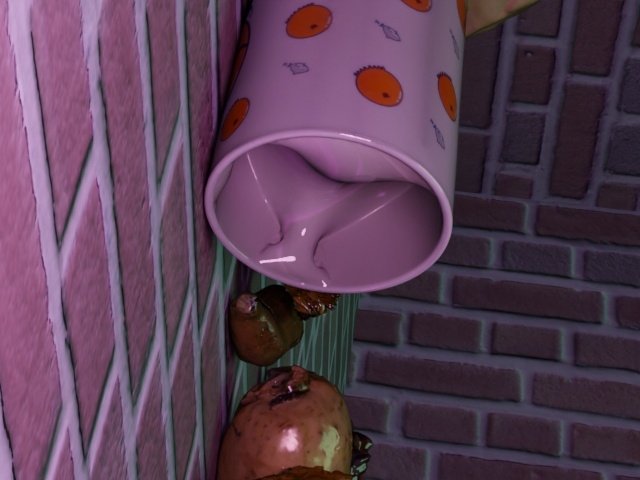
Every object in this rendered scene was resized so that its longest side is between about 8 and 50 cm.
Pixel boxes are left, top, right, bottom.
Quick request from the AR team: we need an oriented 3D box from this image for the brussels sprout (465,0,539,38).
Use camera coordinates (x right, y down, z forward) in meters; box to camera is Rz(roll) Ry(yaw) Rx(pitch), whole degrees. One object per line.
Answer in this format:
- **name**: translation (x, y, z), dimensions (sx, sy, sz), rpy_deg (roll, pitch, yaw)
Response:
- **brussels sprout**: translation (0.130, -0.387, 2.116), dimensions (0.281, 0.289, 0.355), rpy_deg (-73, 142, -69)

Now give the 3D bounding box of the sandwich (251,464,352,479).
- **sandwich**: translation (-0.062, 0.351, 1.806), dimensions (0.226, 0.087, 0.251), rpy_deg (-12, 110, -62)

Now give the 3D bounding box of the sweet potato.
- **sweet potato**: translation (-0.060, 0.089, 1.965), dimensions (0.233, 0.062, 0.081), rpy_deg (-4, 82, -83)

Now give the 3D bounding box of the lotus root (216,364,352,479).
- **lotus root**: translation (-0.039, 0.272, 1.975), dimensions (0.160, 0.146, 0.284), rpy_deg (-29, 121, -60)

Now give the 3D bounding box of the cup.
- **cup**: translation (0.026, -0.139, 1.709), dimensions (0.212, 0.212, 0.317), rpy_deg (91, 6, -50)

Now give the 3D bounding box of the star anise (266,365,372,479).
- **star anise**: translation (0.009, 0.256, 2.304), dimensions (0.236, 0.109, 0.223), rpy_deg (-109, -171, -48)

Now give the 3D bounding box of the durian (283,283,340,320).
- **durian**: translation (0.000, 0.000, 2.019), dimensions (0.252, 0.144, 0.139), rpy_deg (-109, -163, -66)
